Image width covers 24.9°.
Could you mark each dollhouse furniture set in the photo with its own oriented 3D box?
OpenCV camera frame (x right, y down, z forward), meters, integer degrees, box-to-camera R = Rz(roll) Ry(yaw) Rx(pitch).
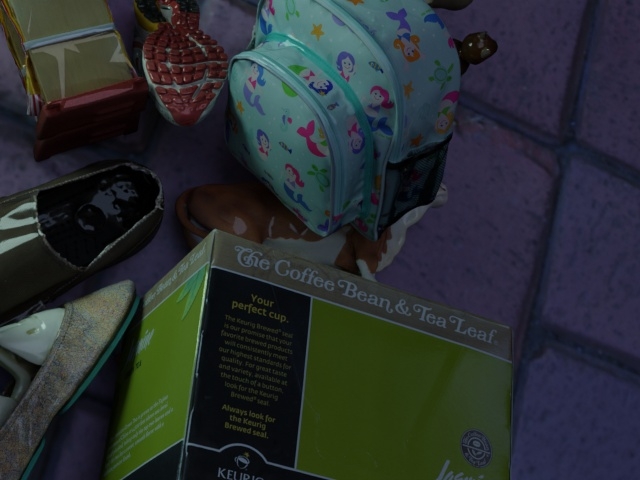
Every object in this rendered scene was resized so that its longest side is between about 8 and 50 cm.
[{"bbox_3d":[-0.379,-0.172,1.442,0.374,0.152,0.201,-17,81,-18],"label":"dollhouse furniture set"}]

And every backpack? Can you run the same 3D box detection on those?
[{"bbox_3d":[0.021,-0.146,1.448,0.191,0.253,0.225,-28,59,-34],"label":"backpack"}]

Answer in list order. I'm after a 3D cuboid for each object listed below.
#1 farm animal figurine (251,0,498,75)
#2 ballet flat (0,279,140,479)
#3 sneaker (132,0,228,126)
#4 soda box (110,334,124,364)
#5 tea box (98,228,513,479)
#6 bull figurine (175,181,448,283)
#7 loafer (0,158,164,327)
[{"bbox_3d":[0.092,-0.330,1.626,0.327,0.172,0.330,3,91,-21],"label":"farm animal figurine"},{"bbox_3d":[-0.285,0.146,1.351,0.106,0.107,0.316,37,67,-17],"label":"ballet flat"},{"bbox_3d":[-0.150,-0.177,1.515,0.088,0.092,0.225,3,33,-14],"label":"sneaker"},{"bbox_3d":[-0.139,0.144,1.485,0.183,0.058,0.063,46,61,-3],"label":"soda box"},{"bbox_3d":[-0.015,0.210,1.349,0.329,0.220,0.323,19,59,-22],"label":"tea box"},{"bbox_3d":[0.000,0.000,1.559,0.310,0.101,0.188,-3,53,-20],"label":"bull figurine"},{"bbox_3d":[-0.302,0.009,1.415,0.366,0.130,0.134,-36,90,-29],"label":"loafer"}]
